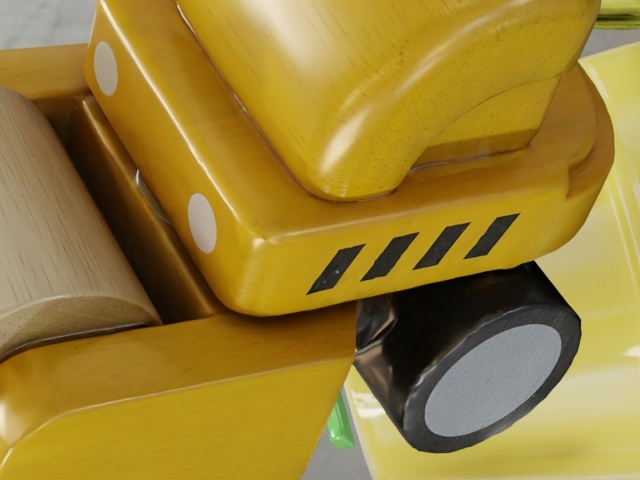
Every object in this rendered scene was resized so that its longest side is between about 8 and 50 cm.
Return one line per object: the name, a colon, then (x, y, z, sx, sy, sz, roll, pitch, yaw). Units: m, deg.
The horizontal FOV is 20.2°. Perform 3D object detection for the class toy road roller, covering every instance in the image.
toy road roller: (-0.031, -0.043, 0.734, 0.329, 0.240, 0.202, -11, 49, -30)

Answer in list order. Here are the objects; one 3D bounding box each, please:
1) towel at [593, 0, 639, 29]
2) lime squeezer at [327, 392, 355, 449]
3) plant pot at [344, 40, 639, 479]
towel: (0.162, -0.154, 0.963, 0.102, 0.021, 0.237, 1, 26, 8)
lime squeezer: (0.000, 0.000, 1.404, 0.059, 0.110, 0.310, -33, 43, 41)
plant pot: (0.128, 0.033, 0.986, 0.239, 0.254, 0.254, -14, 46, 2)
